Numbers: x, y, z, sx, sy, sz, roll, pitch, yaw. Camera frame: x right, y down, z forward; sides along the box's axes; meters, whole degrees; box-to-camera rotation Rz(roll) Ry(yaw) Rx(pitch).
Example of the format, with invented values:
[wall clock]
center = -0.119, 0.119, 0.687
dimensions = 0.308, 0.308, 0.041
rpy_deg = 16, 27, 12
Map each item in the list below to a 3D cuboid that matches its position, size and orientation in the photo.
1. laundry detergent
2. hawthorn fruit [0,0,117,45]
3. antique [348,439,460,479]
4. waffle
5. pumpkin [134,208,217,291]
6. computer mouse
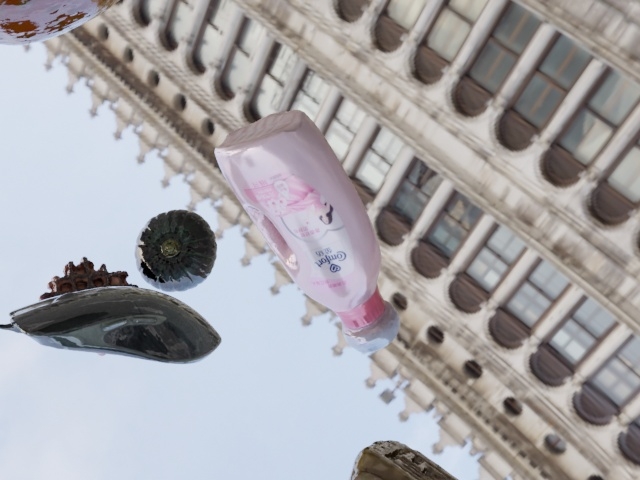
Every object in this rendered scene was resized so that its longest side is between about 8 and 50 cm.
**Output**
[laundry detergent]
center = 0.000, 0.000, 0.972
dimensions = 0.335, 0.159, 0.088
rpy_deg = 61, -137, -25
[hawthorn fruit]
center = -0.368, -0.402, 0.833
dimensions = 0.402, 0.403, 0.403
rpy_deg = 19, -144, -14
[antique]
center = 0.028, 0.291, 0.496
dimensions = 0.150, 0.284, 0.125
rpy_deg = 29, 180, 22
[waffle]
center = -0.507, 0.148, 1.708
dimensions = 0.234, 0.055, 0.221
rpy_deg = 27, -129, 4
[pumpkin]
center = -0.341, 0.025, 1.807
dimensions = 0.202, 0.202, 0.140
rpy_deg = 36, 179, 9
[computer mouse]
center = -0.316, 0.106, 1.078
dimensions = 0.379, 0.090, 0.167
rpy_deg = 9, -178, -30
